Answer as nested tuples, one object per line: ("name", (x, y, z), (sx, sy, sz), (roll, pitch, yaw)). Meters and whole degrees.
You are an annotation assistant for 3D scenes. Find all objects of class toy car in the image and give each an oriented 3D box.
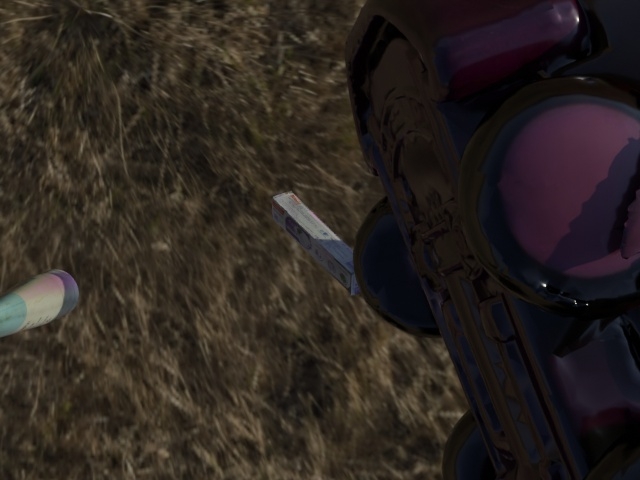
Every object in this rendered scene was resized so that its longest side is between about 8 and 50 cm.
("toy car", (0.158, 0.019, 0.514), (0.240, 0.271, 0.341), (-19, 88, -7))

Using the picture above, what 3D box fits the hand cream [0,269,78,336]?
("hand cream", (-0.424, 0.097, 1.667), (0.111, 0.312, 0.070), (-22, 91, 18))

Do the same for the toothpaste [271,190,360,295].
("toothpaste", (0.000, 0.000, 1.790), (0.040, 0.196, 0.047), (-27, 140, -25))
